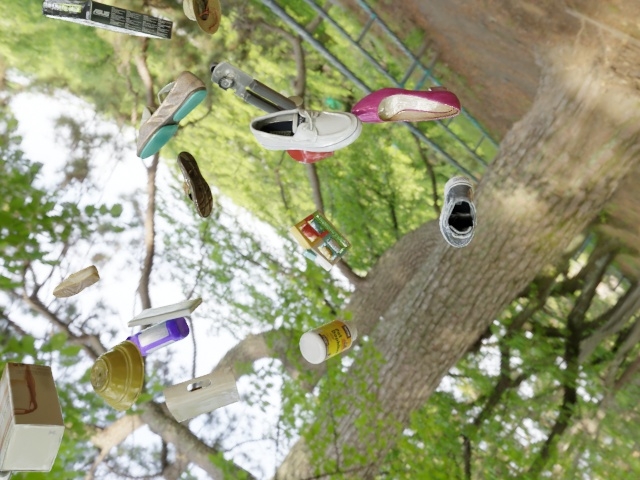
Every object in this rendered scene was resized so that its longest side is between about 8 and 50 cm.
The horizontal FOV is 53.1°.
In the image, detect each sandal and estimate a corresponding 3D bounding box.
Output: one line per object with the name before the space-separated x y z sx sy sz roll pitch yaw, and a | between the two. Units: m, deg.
sandal | -0.406 -0.173 2.027 0.090 0.060 0.219 -37 -75 -56

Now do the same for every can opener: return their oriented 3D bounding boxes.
can opener | -0.204 -0.461 1.942 0.284 0.076 0.095 24 -151 -34

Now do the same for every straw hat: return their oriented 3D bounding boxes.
straw hat | -0.314 -0.592 1.630 0.061 0.144 0.144 4 178 21

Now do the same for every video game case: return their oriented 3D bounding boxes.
video game case | -0.516 0.240 2.149 0.213 0.023 0.193 -12 -174 3

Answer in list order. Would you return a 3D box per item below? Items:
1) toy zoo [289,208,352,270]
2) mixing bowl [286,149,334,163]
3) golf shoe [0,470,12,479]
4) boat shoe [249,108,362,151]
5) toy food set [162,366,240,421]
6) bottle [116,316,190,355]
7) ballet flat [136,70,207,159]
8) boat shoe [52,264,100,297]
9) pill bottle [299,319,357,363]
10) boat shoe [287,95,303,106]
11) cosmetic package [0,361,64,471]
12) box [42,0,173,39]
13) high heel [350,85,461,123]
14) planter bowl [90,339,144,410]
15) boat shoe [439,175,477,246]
toy zoo | 0.000 0.000 2.239 0.192 0.030 0.293 47 -155 2
mixing bowl | -0.051 -0.311 2.027 0.181 0.098 0.181 39 156 21
golf shoe | -0.923 0.620 1.850 0.077 0.093 0.198 -3 -154 -22
boat shoe | -0.037 -0.253 1.454 0.258 0.095 0.084 -6 162 19
toy food set | -0.383 0.494 2.090 0.306 0.220 0.092 97 155 -64
bottle | -0.618 0.361 2.324 0.092 0.283 0.118 67 -169 3
ballet flat | -0.455 -0.373 1.879 0.106 0.316 0.107 52 -159 8
boat shoe | -0.803 0.134 2.108 0.063 0.170 0.059 60 -173 -54
pill bottle | 0.035 0.355 2.299 0.117 0.117 0.215 36 -147 29
boat shoe | -0.111 -0.446 2.163 0.049 0.043 0.137 37 -128 13
cosmetic package | -0.802 0.477 1.755 0.129 0.153 0.296 14 -167 -34
box | -0.432 -0.452 1.302 0.184 0.045 0.191 17 -167 38
high heel | 0.195 -0.297 1.467 0.244 0.082 0.117 -6 -147 -3
planter bowl | -0.640 0.412 1.960 0.090 0.217 0.217 14 -162 -47
boat shoe | 0.410 -0.055 1.877 0.108 0.102 0.301 -3 144 6
